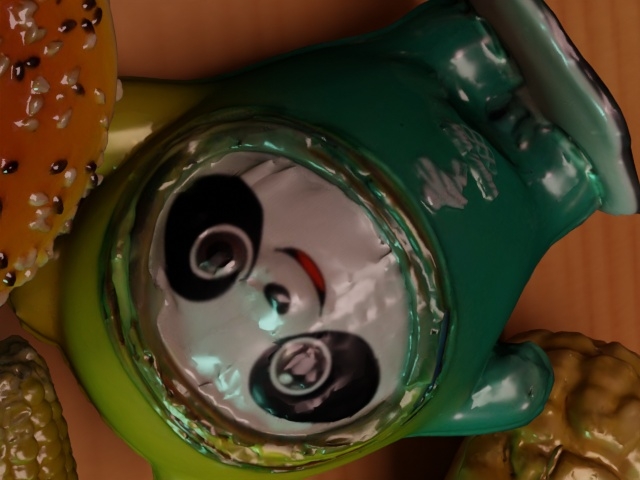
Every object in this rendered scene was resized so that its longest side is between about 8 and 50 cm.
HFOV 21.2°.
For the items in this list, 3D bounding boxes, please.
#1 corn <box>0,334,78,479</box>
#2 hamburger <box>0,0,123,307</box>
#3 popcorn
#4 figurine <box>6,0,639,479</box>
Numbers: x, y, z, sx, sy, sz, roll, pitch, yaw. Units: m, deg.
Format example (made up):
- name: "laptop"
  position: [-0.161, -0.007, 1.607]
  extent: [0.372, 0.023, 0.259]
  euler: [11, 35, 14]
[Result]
- name: "corn"
  position: [-0.188, 0.216, 0.996]
  extent: [0.131, 0.131, 0.344]
  euler: [-14, 112, -28]
- name: "hamburger"
  position: [-0.237, -0.080, 0.845]
  extent: [0.300, 0.176, 0.300]
  euler: [-9, 109, -27]
- name: "popcorn"
  position: [0.158, 0.173, 1.152]
  extent: [0.250, 0.190, 0.250]
  euler: [-49, 164, -20]
- name: "figurine"
  position: [0.000, 0.000, 1.002]
  extent: [0.340, 0.231, 0.324]
  euler: [-35, 96, -8]
